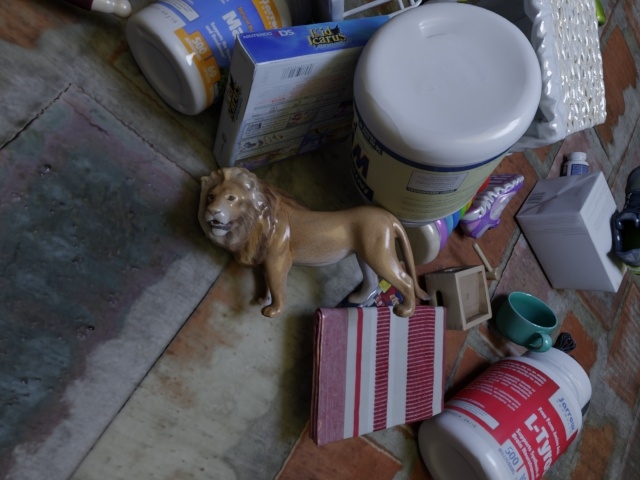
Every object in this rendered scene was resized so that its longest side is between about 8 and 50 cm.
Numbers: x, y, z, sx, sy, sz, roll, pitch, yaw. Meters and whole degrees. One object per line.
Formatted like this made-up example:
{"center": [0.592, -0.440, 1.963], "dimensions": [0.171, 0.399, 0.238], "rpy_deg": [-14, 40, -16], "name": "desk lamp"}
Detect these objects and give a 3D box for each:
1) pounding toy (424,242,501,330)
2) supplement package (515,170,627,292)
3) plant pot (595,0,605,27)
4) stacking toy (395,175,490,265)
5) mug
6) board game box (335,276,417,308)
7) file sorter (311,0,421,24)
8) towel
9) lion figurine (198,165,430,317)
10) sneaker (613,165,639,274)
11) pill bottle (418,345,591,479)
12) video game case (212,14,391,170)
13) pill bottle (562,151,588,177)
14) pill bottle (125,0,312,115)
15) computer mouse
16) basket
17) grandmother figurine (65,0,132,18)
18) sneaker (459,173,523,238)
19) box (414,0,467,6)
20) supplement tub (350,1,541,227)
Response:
{"center": [0.342, 0.099, 0.982], "dimensions": [0.206, 0.094, 0.180], "rpy_deg": [-8, 89, -41], "name": "pounding toy"}
{"center": [0.724, -0.018, 1.164], "dimensions": [0.177, 0.175, 0.292], "rpy_deg": [-48, 113, -26], "name": "supplement package"}
{"center": [0.528, -0.564, 0.994], "dimensions": [0.227, 0.228, 0.206], "rpy_deg": [-31, 101, -49], "name": "plant pot"}
{"center": [0.279, -0.085, 0.926], "dimensions": [0.330, 0.141, 0.141], "rpy_deg": [-37, 109, -33], "name": "stacking toy"}
{"center": [0.520, 0.217, 1.058], "dimensions": [0.158, 0.130, 0.097], "rpy_deg": [-37, 152, -51], "name": "mug"}
{"center": [0.122, 0.188, 0.857], "dimensions": [0.194, 0.060, 0.194], "rpy_deg": [-41, 112, -25], "name": "board game box"}
{"center": [0.063, -0.434, 0.653], "dimensions": [0.173, 0.277, 0.192], "rpy_deg": [-20, 94, 3], "name": "file sorter"}
{"center": [0.124, 0.246, 0.804], "dimensions": [0.330, 0.037, 0.236], "rpy_deg": [5, 87, -33], "name": "towel"}
{"center": [0.000, 0.000, 0.687], "dimensions": [0.393, 0.142, 0.239], "rpy_deg": [0, 98, -9], "name": "lion figurine"}
{"center": [0.841, -0.066, 1.078], "dimensions": [0.122, 0.111, 0.299], "rpy_deg": [21, 73, -28], "name": "sneaker"}
{"center": [0.444, 0.417, 0.958], "dimensions": [0.408, 0.229, 0.228], "rpy_deg": [-23, 102, -30], "name": "pill bottle"}
{"center": [-0.026, -0.227, 0.660], "dimensions": [0.270, 0.244, 0.061], "rpy_deg": [-24, 75, -30], "name": "video game case"}
{"center": [0.787, -0.208, 1.269], "dimensions": [0.067, 0.067, 0.120], "rpy_deg": [12, 84, -31], "name": "pill bottle"}
{"center": [-0.141, -0.328, 0.639], "dimensions": [0.272, 0.152, 0.152], "rpy_deg": [-45, 112, -23], "name": "pill bottle"}
{"center": [0.758, 0.438, 1.247], "dimensions": [0.189, 0.072, 0.271], "rpy_deg": [-25, 103, -30], "name": "computer mouse"}
{"center": [0.368, -0.342, 0.857], "dimensions": [0.267, 0.329, 0.330], "rpy_deg": [-16, 98, -33], "name": "basket"}
{"center": [-0.333, -0.401, 0.551], "dimensions": [0.343, 0.104, 0.207], "rpy_deg": [-30, 83, -31], "name": "grandmother figurine"}
{"center": [0.427, -0.086, 1.036], "dimensions": [0.237, 0.095, 0.104], "rpy_deg": [-36, 115, -22], "name": "sneaker"}
{"center": [0.272, -0.638, 0.962], "dimensions": [0.191, 0.045, 0.183], "rpy_deg": [-24, 104, -31], "name": "box"}
{"center": [0.166, -0.164, 0.654], "dimensions": [0.236, 0.324, 0.235], "rpy_deg": [-1, 73, 2], "name": "supplement tub"}
